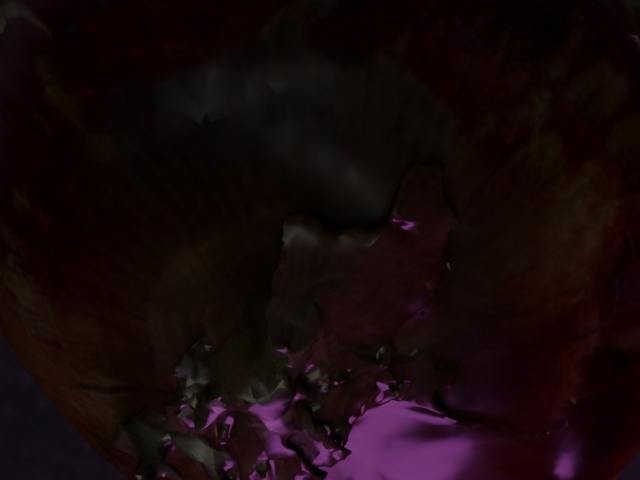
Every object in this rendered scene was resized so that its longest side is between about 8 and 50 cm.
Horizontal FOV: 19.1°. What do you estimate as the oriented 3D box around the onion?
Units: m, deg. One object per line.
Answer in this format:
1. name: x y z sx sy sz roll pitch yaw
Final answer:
1. onion: 0.000 0.000 0.529 0.230 0.163 0.230 4 108 12
